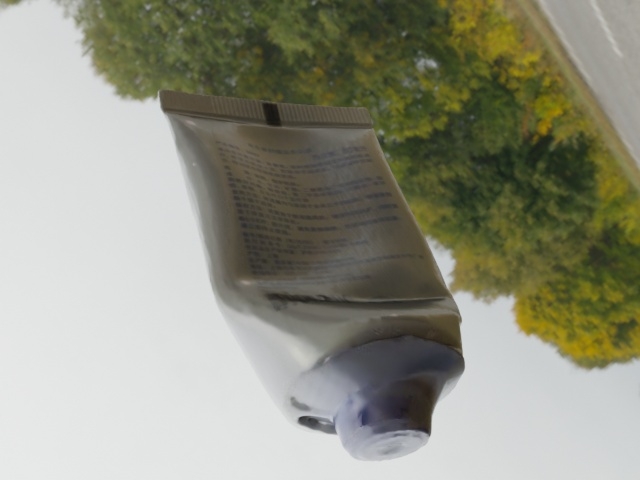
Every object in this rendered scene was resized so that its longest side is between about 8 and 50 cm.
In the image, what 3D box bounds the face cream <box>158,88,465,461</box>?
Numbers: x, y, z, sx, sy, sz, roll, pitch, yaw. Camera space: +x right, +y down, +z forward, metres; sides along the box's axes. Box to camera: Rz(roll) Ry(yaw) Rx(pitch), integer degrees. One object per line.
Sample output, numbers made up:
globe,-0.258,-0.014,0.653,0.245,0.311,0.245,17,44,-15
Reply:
face cream,0.000,0.000,0.758,0.234,0.137,0.420,0,-134,-22
